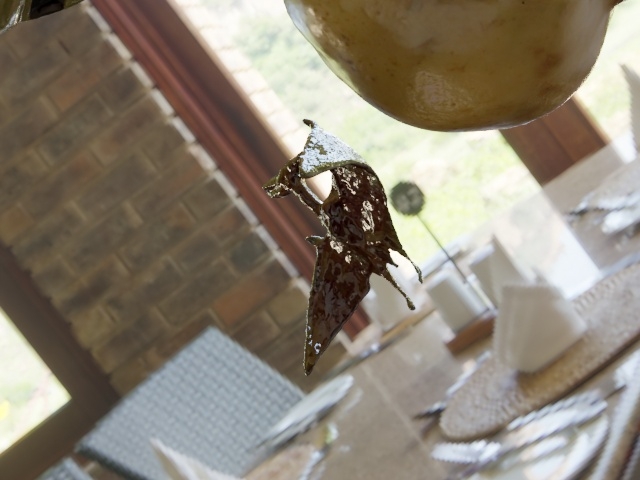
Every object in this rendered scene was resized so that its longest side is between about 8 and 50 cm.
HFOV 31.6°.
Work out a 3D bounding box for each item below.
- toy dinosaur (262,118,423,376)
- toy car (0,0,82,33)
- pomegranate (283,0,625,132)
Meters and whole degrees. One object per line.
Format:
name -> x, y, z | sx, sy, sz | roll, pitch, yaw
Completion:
toy dinosaur -> 0.006, 0.002, 1.086 | 0.113, 0.206, 0.327 | -40, 2, -21
toy car -> -0.222, -0.265, 0.926 | 0.101, 0.124, 0.256 | 121, 159, -45
pomegranate -> 0.083, -0.148, 0.590 | 0.196, 0.196, 0.196 | -37, 2, 2
